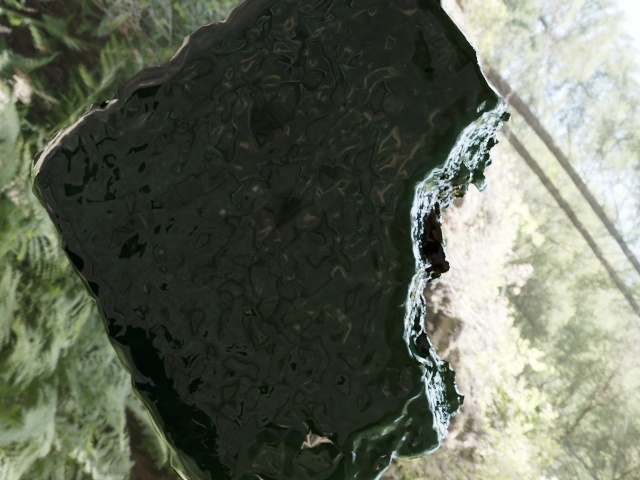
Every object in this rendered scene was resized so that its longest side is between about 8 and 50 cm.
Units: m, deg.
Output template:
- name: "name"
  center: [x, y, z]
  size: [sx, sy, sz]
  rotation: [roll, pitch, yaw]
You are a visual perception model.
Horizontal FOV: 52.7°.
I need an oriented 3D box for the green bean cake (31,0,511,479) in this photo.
- name: "green bean cake"
  center: [0.000, 0.000, 0.464]
  size: [0.300, 0.308, 0.169]
  rotation: [-30, 170, 4]
